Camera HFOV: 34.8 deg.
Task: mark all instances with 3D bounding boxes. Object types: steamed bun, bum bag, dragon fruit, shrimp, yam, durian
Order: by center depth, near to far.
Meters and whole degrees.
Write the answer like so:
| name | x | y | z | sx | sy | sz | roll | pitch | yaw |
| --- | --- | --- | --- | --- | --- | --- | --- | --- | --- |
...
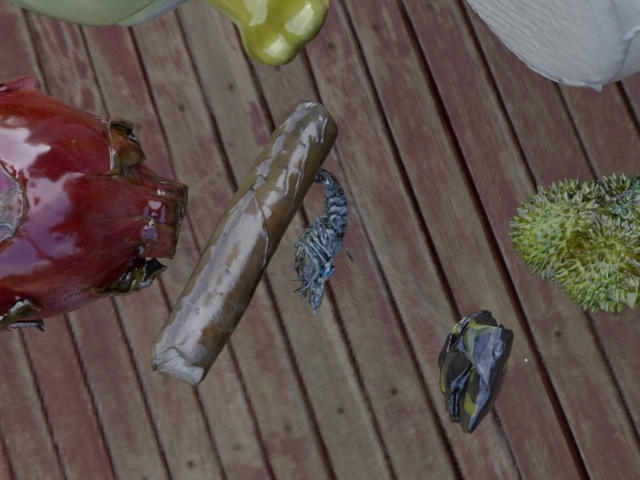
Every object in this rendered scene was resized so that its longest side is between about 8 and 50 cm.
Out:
| name | x | y | z | sx | sy | sz | roll | pitch | yaw |
| --- | --- | --- | --- | --- | --- | --- | --- | --- | --- |
| yam | -0.055 | 0.000 | 0.780 | 0.057 | 0.057 | 0.241 | 26 | 74 | 13 |
| dragon fruit | -0.295 | -0.030 | 0.975 | 0.315 | 0.250 | 0.250 | 28 | 90 | 3 |
| bum bag | 0.148 | 0.120 | 0.986 | 0.060 | 0.232 | 0.106 | 22 | 91 | 6 |
| shrimp | 0.005 | -0.001 | 1.179 | 0.076 | 0.082 | 0.174 | 1 | 111 | -9 |
| steamed bun | 0.324 | -0.389 | 1.275 | 0.241 | 0.374 | 0.374 | -40 | 77 | -10 |
| durian | 0.466 | 0.005 | 1.697 | 0.291 | 0.291 | 0.224 | -4 | 116 | 11 |

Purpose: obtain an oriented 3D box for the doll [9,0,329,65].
| name | x | y | z | sx | sy | sz | roll | pitch | yaw |
| --- | --- | --- | --- | --- | --- | --- | --- | --- | --- |
| doll | -0.098 | -0.152 | 0.291 | 0.117 | 0.296 | 0.141 | 41 | 103 | 42 |
